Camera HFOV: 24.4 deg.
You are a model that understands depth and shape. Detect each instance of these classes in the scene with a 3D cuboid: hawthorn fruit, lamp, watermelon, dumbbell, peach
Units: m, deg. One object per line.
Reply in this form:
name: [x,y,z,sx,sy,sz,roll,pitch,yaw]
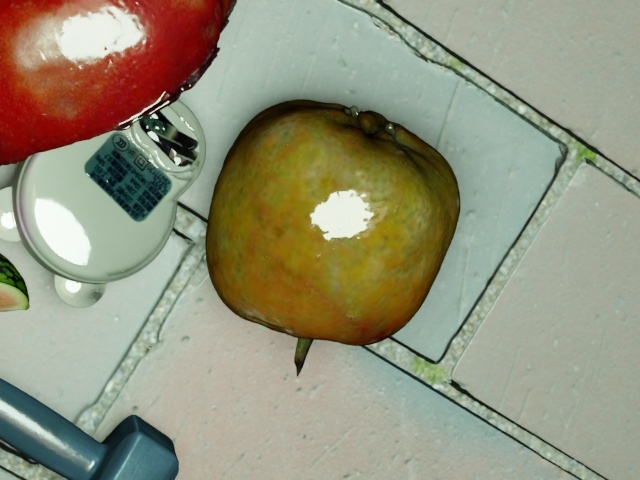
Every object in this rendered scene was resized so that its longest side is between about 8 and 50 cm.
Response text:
hawthorn fruit: [0.000,0.000,1.609,0.267,0.268,0.301,18,97,-14]
lamp: [-0.233,-0.059,1.619,0.246,0.108,0.179,-47,109,-13]
watermelon: [-0.400,0.033,1.629,0.163,0.087,0.069,2,60,-15]
dumbbell: [-0.315,0.204,1.609,0.324,0.160,0.144,35,89,-14]
peach: [-0.273,-0.224,1.508,0.361,0.258,0.201,-27,119,6]
